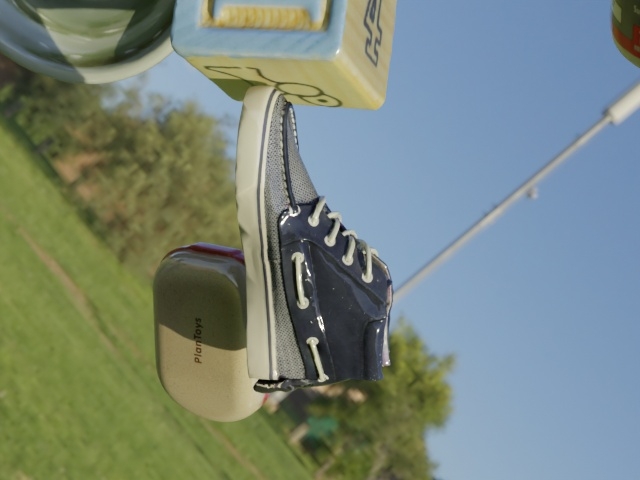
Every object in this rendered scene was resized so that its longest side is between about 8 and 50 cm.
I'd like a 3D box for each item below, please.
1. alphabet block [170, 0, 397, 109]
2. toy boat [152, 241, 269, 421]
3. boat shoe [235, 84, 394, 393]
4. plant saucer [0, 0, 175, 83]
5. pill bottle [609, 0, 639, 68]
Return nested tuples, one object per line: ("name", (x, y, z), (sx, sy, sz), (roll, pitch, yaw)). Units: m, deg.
("alphabet block", (-0.031, -0.260, 1.427), (0.192, 0.193, 0.197), (7, -8, 16))
("toy boat", (-0.116, 0.105, 1.645), (0.151, 0.151, 0.231), (11, -67, 23))
("boat shoe", (0.000, 0.000, 1.443), (0.127, 0.158, 0.341), (-55, 144, -71))
("plant saucer", (-0.316, -0.411, 1.758), (0.400, 0.400, 0.100), (52, 28, -10))
("pill bottle", (0.426, -0.373, 1.453), (0.210, 0.210, 0.363), (43, -27, 43))
